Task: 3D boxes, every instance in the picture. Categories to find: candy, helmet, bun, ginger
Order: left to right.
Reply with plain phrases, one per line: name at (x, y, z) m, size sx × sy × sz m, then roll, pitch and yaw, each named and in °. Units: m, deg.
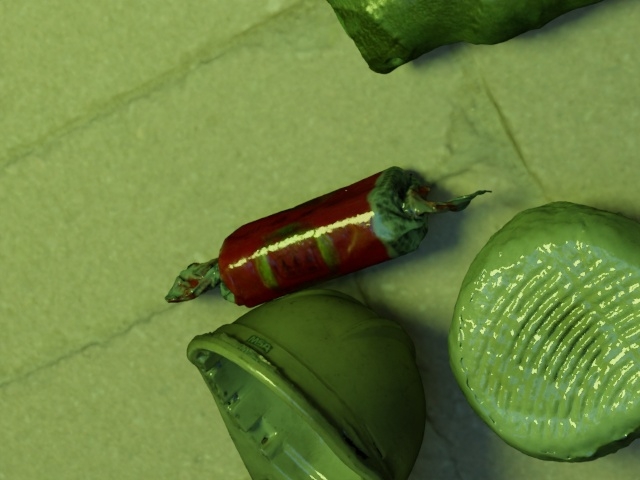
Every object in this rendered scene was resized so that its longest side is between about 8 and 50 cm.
candy at (-0.001, -0.001, 1.280) m, size 0.292 × 0.086 × 0.059 m, roll -20°, pitch 105°, yaw 20°
helmet at (0.015, 0.125, 1.281) m, size 0.204 × 0.137 × 0.257 m, roll 31°, pitch 154°, yaw 34°
ginger at (0.132, -0.216, 1.187) m, size 0.290 × 0.089 × 0.137 m, roll -12°, pitch 82°, yaw 22°
bun at (0.193, 0.068, 1.224) m, size 0.195 × 0.118 × 0.195 m, roll 2°, pitch 98°, yaw 15°
